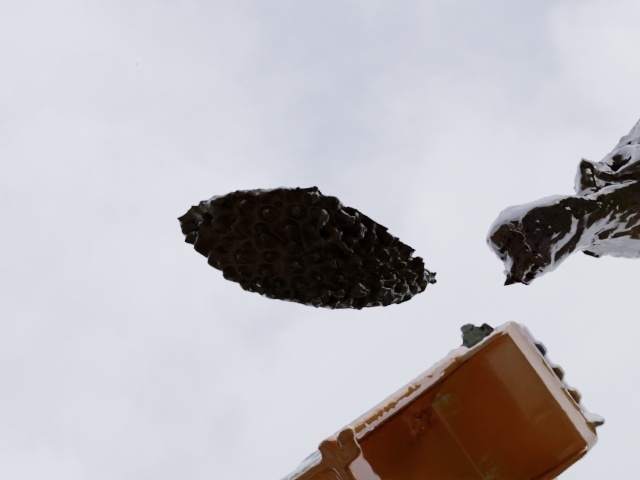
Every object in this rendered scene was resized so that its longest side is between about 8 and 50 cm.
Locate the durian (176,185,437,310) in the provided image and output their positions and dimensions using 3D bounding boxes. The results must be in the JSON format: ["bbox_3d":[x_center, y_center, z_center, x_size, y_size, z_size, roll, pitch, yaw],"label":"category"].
[{"bbox_3d":[-0.002,0.010,0.596,0.130,0.066,0.052,12,-105,-15],"label":"durian"}]

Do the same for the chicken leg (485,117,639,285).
[{"bbox_3d":[0.221,-0.079,0.756,0.083,0.177,0.322,37,-94,32],"label":"chicken leg"}]

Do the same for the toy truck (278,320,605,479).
[{"bbox_3d":[0.068,0.129,0.758,0.135,0.270,0.114,-38,-98,29],"label":"toy truck"}]
